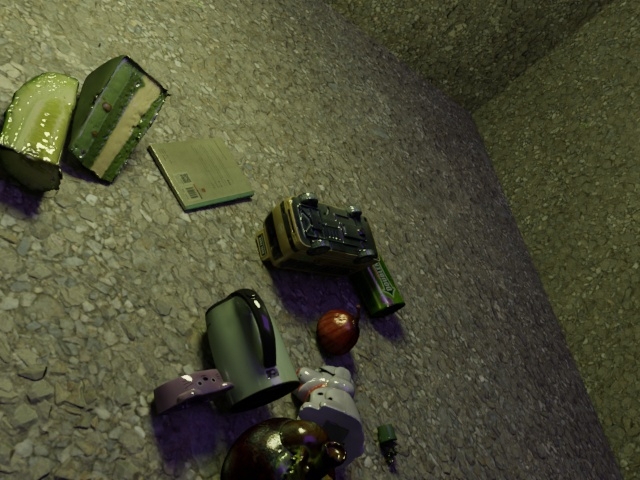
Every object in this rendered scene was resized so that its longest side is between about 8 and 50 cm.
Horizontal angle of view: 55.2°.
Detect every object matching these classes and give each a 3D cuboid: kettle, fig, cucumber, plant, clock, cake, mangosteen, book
[{"bbox_3d":[-0.151,0.225,1.337,0.161,0.221,0.236,-10,64,-28],"label":"kettle"},{"bbox_3d":[0.058,0.238,1.670,0.128,0.150,0.128,42,-5,5],"label":"fig"},{"bbox_3d":[-0.611,-0.250,1.339,0.145,0.105,0.325,20,42,-26],"label":"cucumber"},{"bbox_3d":[0.180,0.534,1.597,0.051,0.051,0.102,13,55,-45],"label":"plant"},{"bbox_3d":[0.017,0.386,1.450,0.189,0.189,0.254,41,21,-17],"label":"clock"},{"bbox_3d":[-0.525,-0.287,1.492,0.158,0.172,0.284,41,65,-41],"label":"cake"},{"bbox_3d":[-0.061,0.446,1.161,0.231,0.289,0.231,16,57,-25],"label":"mangosteen"},{"bbox_3d":[-0.325,-0.191,1.704,0.282,0.025,0.215,-17,73,-55],"label":"book"},{"bbox_3d":[-0.254,0.299,1.232,0.152,0.110,0.050,0,62,-52],"label":"clock"}]

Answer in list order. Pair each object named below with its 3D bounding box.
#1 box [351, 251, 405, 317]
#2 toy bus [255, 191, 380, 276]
[{"bbox_3d":[0.148,0.077,1.959,0.134,0.097,0.346,2,57,-51],"label":"box"},{"bbox_3d":[0.000,0.000,1.760,0.365,0.201,0.177,13,55,-48],"label":"toy bus"}]
